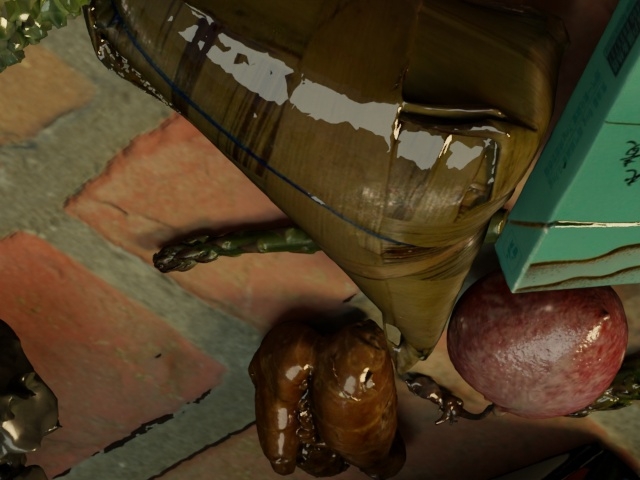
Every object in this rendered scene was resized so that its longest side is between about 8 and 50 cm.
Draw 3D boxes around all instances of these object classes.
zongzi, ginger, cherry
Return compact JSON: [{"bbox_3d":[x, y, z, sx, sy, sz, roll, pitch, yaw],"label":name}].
[{"bbox_3d":[-0.019,-0.053,1.043,0.260,0.123,0.289,24,146,0],"label":"zongzi"},{"bbox_3d":[0.002,0.117,1.258,0.103,0.073,0.162,4,140,15],"label":"ginger"},{"bbox_3d":[0.109,0.073,1.168,0.107,0.090,0.225,17,152,-27],"label":"cherry"}]

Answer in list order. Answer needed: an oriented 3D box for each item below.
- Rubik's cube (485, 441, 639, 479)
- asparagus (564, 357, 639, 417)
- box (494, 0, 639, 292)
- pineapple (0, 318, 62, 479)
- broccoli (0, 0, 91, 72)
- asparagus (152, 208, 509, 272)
[{"bbox_3d":[0.132,0.323,1.275,0.248,0.250,0.246,-25,105,41],"label":"Rubik's cube"},{"bbox_3d":[0.205,0.092,1.195,0.165,0.030,0.036,-16,141,32],"label":"asparagus"},{"bbox_3d":[0.201,-0.056,0.969,0.162,0.041,0.229,-3,144,-20],"label":"box"},{"bbox_3d":[-0.293,0.152,1.316,0.223,0.223,0.357,33,129,-19],"label":"pineapple"},{"bbox_3d":[-0.276,-0.169,0.899,0.375,0.302,0.249,-15,159,0],"label":"broccoli"},{"bbox_3d":[0.000,-0.001,1.164,0.248,0.025,0.024,-6,178,24],"label":"asparagus"}]
